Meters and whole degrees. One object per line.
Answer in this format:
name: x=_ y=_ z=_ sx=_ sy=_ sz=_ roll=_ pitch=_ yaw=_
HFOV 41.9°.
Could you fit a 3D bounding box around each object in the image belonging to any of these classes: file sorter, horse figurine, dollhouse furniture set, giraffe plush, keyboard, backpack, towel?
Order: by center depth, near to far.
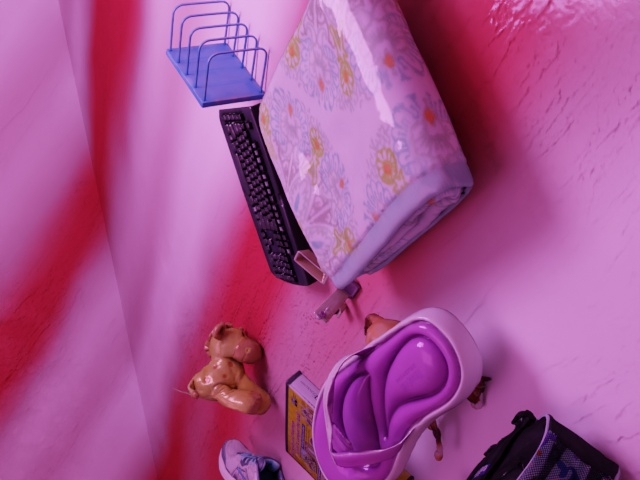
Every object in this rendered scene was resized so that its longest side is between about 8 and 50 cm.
backpack: x=0.201 y=0.342 z=0.891 sx=0.191 sy=0.253 sz=0.225 roll=42 pitch=144 yaw=16
towel: x=0.037 y=-0.133 z=1.081 sx=0.321 sy=0.090 sz=0.374 roll=67 pitch=154 yaw=13
horse figurine: x=0.124 y=0.182 z=1.174 sx=0.263 sy=0.066 sz=0.174 roll=46 pitch=149 yaw=42
dollhouse furniture set: x=-0.014 y=0.083 z=1.333 sx=0.114 sy=0.081 sz=0.091 roll=40 pitch=147 yaw=8
keyboard: x=-0.068 y=-0.070 z=1.371 sx=0.201 sy=0.033 sz=0.317 roll=2 pitch=116 yaw=48
file sorter: x=-0.178 y=-0.326 z=1.442 sx=0.170 sy=0.118 sz=0.104 roll=55 pitch=145 yaw=36
giraffe plush: x=-0.193 y=0.267 z=1.801 sx=0.181 sy=0.210 sz=0.170 roll=163 pitch=124 yaw=-77

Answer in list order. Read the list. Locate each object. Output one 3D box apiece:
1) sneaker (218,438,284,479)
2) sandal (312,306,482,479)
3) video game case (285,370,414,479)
sneaker: x=-0.138 y=0.533 z=1.919 sx=0.283 sy=0.110 sz=0.122 roll=40 pitch=121 yaw=47
sandal: x=0.062 y=0.225 z=1.119 sx=0.169 sy=0.102 sz=0.416 roll=53 pitch=138 yaw=23
video game case: x=0.037 y=0.366 z=1.376 sx=0.248 sy=0.035 sz=0.275 roll=39 pitch=151 yaw=24
